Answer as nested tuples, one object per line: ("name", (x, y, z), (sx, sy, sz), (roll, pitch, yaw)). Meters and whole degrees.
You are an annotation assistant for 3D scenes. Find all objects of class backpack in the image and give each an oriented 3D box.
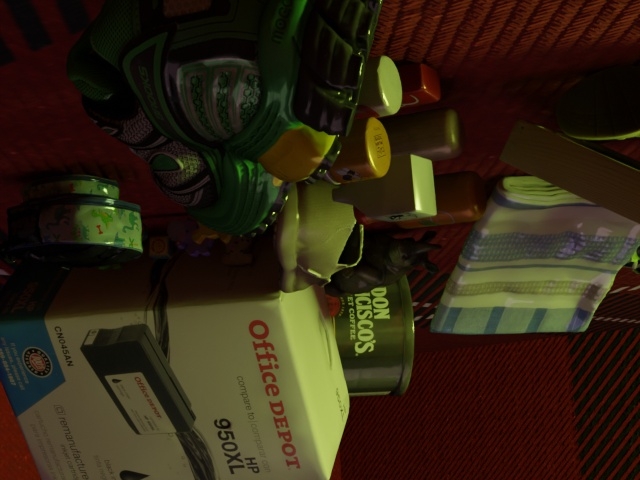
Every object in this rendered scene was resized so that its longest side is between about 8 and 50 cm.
("backpack", (-0.229, -0.019, 1.132), (0.114, 0.084, 0.105), (-4, 172, 34))

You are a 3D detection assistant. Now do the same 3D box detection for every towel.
("towel", (0.256, 0.025, 1.359), (0.209, 0.034, 0.285), (0, 143, -14))

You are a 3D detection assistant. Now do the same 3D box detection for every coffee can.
("coffee can", (-0.021, 0.131, 1.735), (0.275, 0.202, 0.201), (-2, 170, -11))

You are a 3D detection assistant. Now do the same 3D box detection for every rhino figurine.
("rhino figurine", (0.066, 0.026, 1.535), (0.106, 0.073, 0.243), (10, 163, -40))

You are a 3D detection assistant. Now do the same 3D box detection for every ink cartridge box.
("ink cartridge box", (-0.187, 0.161, 1.524), (0.394, 0.286, 0.166), (-6, -151, 14))

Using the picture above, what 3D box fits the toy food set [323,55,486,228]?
("toy food set", (0.032, -0.065, 0.861), (0.104, 0.111, 0.232), (-8, 174, 26))

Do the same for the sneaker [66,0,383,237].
("sneaker", (-0.070, -0.095, 0.706), (0.146, 0.134, 0.343), (19, 167, -8))

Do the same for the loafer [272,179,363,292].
("loafer", (0.000, 0.000, 1.273), (0.092, 0.102, 0.268), (2, 170, 3))

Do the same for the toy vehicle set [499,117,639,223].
("toy vehicle set", (0.266, -0.041, 0.984), (0.166, 0.035, 0.267), (28, -168, 24))

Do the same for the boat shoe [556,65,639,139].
("boat shoe", (0.252, -0.106, 0.886), (0.153, 0.056, 0.048), (-18, 160, 30))

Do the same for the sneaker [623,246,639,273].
("sneaker", (0.471, 0.029, 1.616), (0.234, 0.097, 0.084), (-2, 170, -7))

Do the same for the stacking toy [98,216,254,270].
("stacking toy", (-0.186, -0.006, 1.348), (0.221, 0.052, 0.167), (-2, 169, 6))
